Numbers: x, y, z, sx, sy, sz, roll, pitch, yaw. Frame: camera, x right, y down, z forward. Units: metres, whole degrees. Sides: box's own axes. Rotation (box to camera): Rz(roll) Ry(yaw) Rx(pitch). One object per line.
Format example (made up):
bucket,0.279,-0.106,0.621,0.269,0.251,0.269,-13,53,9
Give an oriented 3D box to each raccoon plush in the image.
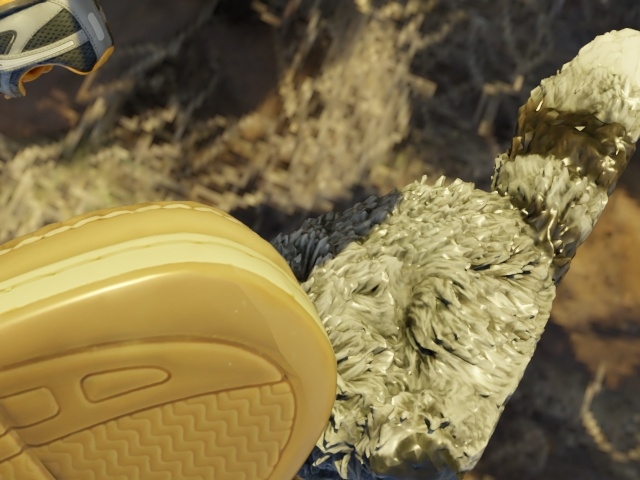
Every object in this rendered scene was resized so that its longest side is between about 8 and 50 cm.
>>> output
raccoon plush,0.000,0.000,1.275,0.299,0.446,0.216,30,149,2

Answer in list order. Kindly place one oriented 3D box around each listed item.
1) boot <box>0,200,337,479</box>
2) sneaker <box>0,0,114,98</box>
boot,-0.120,0.027,0.485,0.262,0.203,0.095,-32,123,18
sneaker,-0.209,-0.123,1.197,0.215,0.084,0.083,-9,123,50
